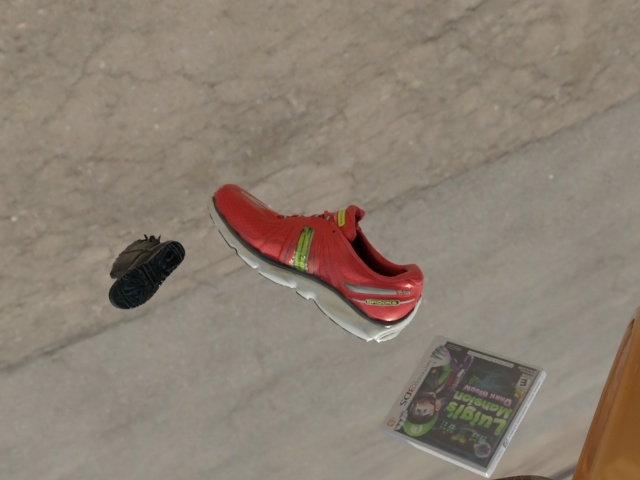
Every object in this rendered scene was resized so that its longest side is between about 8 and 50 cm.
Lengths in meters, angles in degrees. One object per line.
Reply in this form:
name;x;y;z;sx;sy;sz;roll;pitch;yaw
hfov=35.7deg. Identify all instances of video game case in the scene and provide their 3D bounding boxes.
video game case;0.201;0.230;1.417;0.173;0.190;0.022;-56;135;-20

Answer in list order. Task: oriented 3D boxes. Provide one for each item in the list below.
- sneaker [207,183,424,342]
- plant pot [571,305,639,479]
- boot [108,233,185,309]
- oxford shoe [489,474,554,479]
sneaker;0.000;0.000;1.165;0.118;0.279;0.107;-61;171;22
plant pot;0.274;0.216;0.695;0.291;0.203;0.291;19;90;-75
boot;-0.229;0.038;1.219;0.099;0.045;0.121;1;-141;51
oxford shoe;0.199;0.450;1.491;0.348;0.130;0.123;-8;-168;0
